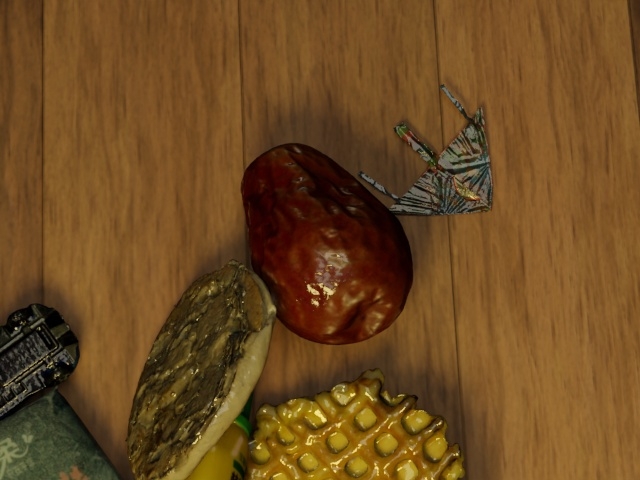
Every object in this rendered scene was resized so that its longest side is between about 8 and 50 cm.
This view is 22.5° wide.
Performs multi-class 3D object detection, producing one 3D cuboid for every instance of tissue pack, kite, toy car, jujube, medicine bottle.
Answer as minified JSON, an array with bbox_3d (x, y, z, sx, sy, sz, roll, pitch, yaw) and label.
[{"bbox_3d":[-0.300,0.349,1.790,0.228,0.103,0.316,-29,76,-35],"label":"tissue pack"},{"bbox_3d":[0.153,-0.090,1.995,0.160,0.010,0.183,42,81,6],"label":"kite"},{"bbox_3d":[-0.381,0.166,1.890,0.216,0.063,0.103,-37,78,-4],"label":"toy car"},{"bbox_3d":[0.000,0.000,1.884,0.190,0.190,0.255,-24,65,-7],"label":"jujube"},{"bbox_3d":[-0.119,0.236,1.827,0.076,0.111,0.309,9,56,-1],"label":"medicine bottle"}]

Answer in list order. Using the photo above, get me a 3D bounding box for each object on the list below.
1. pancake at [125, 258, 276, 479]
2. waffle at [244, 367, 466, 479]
[{"bbox_3d":[-0.142,0.153,1.809,0.049,0.282,0.282,31,74,-27],"label":"pancake"},{"bbox_3d":[0.032,0.315,1.830,0.329,0.062,0.329,-4,75,14],"label":"waffle"}]
